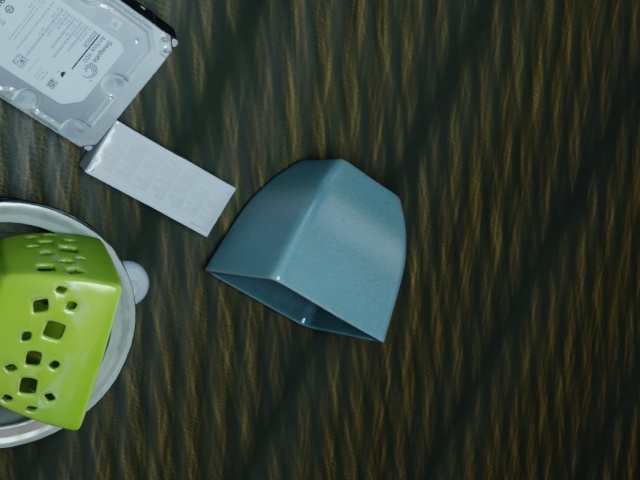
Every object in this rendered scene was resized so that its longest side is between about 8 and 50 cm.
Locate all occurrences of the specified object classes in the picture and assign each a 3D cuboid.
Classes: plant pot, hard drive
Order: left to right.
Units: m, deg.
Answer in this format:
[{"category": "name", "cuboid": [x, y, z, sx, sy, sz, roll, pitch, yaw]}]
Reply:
[{"category": "plant pot", "cuboid": [-0.420, 0.107, 1.495, 0.207, 0.227, 0.228, 15, 102, -23]}, {"category": "hard drive", "cuboid": [-0.414, -0.310, 1.574, 0.339, 0.064, 0.237, 34, 109, -31]}, {"category": "plant pot", "cuboid": [0.000, 0.000, 1.818, 0.247, 0.248, 0.252, 31, 75, -30]}]

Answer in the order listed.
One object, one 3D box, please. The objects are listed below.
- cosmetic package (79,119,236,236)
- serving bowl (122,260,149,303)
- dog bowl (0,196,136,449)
[{"category": "cosmetic package", "cuboid": [-0.267, -0.105, 1.751, 0.239, 0.060, 0.099, 30, 92, -30]}, {"category": "serving bowl", "cuboid": [-0.329, 0.078, 1.806, 0.083, 0.027, 0.083, -9, 112, -23]}, {"category": "dog bowl", "cuboid": [-0.507, 0.112, 1.666, 0.408, 0.150, 0.407, -9, 111, -23]}]
